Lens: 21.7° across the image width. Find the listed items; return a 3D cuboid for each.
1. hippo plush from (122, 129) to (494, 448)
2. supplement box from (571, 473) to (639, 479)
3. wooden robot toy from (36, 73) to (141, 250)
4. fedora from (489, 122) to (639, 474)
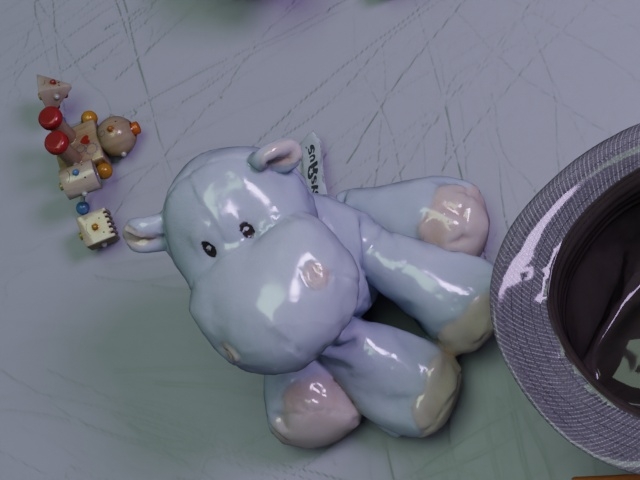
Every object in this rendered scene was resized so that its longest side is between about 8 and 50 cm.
[{"bbox_3d":[0.000,0.000,1.258,0.234,0.236,0.294,-28,64,10],"label":"hippo plush"},{"bbox_3d":[0.220,0.284,1.163,0.078,0.080,0.233,-6,71,21],"label":"supplement box"},{"bbox_3d":[-0.195,-0.083,1.461,0.079,0.076,0.173,-20,65,1],"label":"wooden robot toy"},{"bbox_3d":[0.257,0.045,1.137,0.275,0.124,0.244,-39,66,-5],"label":"fedora"}]
